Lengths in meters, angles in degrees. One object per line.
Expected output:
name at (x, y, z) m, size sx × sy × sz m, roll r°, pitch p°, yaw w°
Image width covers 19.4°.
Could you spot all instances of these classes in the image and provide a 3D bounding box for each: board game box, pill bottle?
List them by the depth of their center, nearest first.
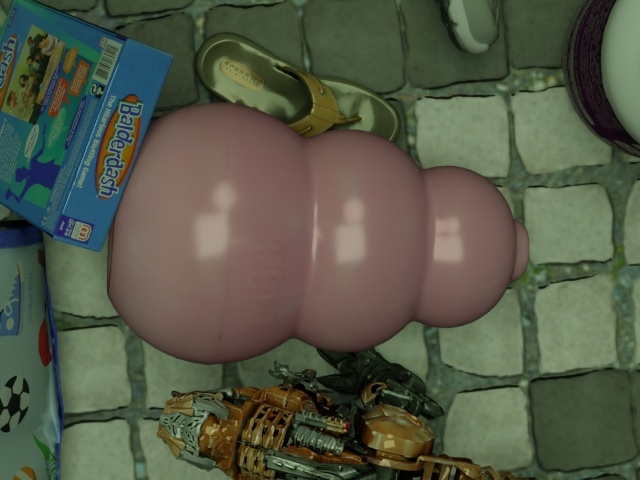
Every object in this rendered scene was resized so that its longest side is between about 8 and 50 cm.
pill bottle at (0.286, -0.137, 1.419) m, size 0.169 × 0.301 × 0.169 m, roll 0°, pitch 95°, yaw -1°
board game box at (-0.207, -0.097, 1.468) m, size 0.047 × 0.210 × 0.160 m, roll 18°, pitch 96°, yaw -36°

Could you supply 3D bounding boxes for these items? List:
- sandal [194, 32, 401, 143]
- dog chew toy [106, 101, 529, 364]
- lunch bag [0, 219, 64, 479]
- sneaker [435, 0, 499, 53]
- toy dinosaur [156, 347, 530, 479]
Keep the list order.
sandal at (-0.021, -0.115, 1.542) m, size 0.180 × 0.049 × 0.072 m, roll 27°, pitch 94°, yaw -3°
dog chew toy at (0.000, 0.000, 1.483) m, size 0.331 × 0.206 × 0.207 m, roll 4°, pitch 95°, yaw -8°
lunch bag at (-0.378, 0.154, 1.451) m, size 0.385 × 0.239 × 0.328 m, roll -8°, pitch 97°, yaw -38°
sneaker at (0.142, -0.290, 1.503) m, size 0.115 × 0.105 × 0.281 m, roll 1°, pitch 94°, yaw -1°
toy dinosaur at (0.033, 0.182, 1.483) m, size 0.322 × 0.218 × 0.164 m, roll 35°, pitch 93°, yaw -3°
